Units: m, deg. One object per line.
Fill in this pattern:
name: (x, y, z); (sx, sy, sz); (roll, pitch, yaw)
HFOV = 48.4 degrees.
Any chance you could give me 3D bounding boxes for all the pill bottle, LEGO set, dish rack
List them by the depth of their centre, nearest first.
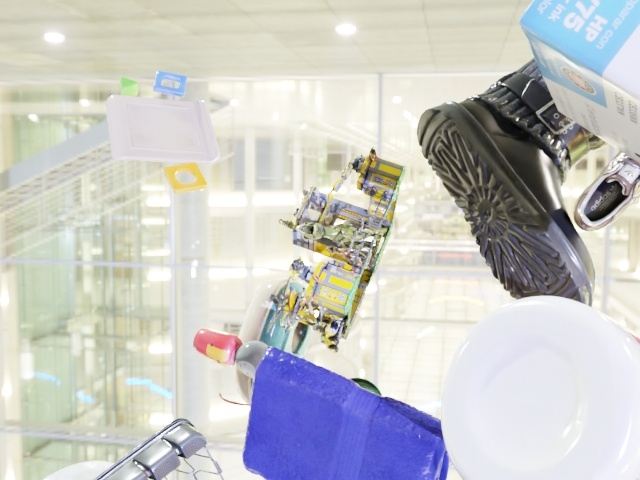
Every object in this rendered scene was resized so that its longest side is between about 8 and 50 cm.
pill bottle: (0.347, 0.225, 0.838); (0.407, 0.229, 0.229); (24, 169, -39)
dish rack: (-0.206, 0.425, 1.028); (0.208, 0.272, 0.074); (-33, -163, -32)
LEGO set: (0.000, 0.000, 1.193); (0.192, 0.331, 0.255); (19, 161, 10)

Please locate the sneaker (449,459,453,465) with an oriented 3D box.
sneaker: (0.344, 0.528, 1.833); (0.340, 0.125, 0.139); (-28, 175, -7)

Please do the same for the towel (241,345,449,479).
towel: (0.036, 0.300, 1.039); (0.308, 0.228, 0.076); (20, -158, 23)

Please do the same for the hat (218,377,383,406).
hat: (-0.025, 0.295, 1.179); (0.183, 0.208, 0.173); (30, -151, -35)

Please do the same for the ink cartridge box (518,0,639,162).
ink cartridge box: (0.300, -0.110, 0.420); (0.270, 0.197, 0.198); (41, -168, 24)

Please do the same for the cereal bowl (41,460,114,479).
cereal bowl: (-0.361, 0.525, 1.087); (0.141, 0.339, 0.339); (17, -167, 31)

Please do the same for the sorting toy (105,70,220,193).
sorting toy: (-0.304, -0.203, 1.361); (0.195, 0.047, 0.348); (-2, -131, -21)

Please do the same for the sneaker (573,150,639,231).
sneaker: (0.370, -0.082, 0.830); (0.066, 0.188, 0.071); (38, -158, 10)

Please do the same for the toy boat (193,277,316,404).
toy boat: (-0.100, 0.204, 1.338); (0.148, 0.268, 0.318); (16, -178, 23)

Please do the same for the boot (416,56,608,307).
boot: (0.319, -0.087, 0.953); (0.260, 0.348, 0.131); (-24, 168, -23)
